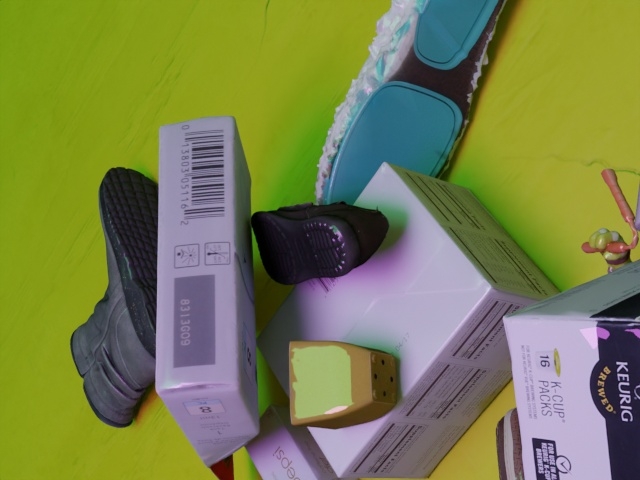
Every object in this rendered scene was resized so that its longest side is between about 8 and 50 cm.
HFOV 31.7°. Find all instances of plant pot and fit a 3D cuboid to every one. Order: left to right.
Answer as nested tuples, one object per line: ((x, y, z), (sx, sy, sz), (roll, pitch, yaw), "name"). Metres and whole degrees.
((0.027, 0.137, 1.086), (0.083, 0.081, 0.081), (-10, 73, 33), "plant pot")

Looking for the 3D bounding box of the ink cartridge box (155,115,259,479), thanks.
((-0.102, 0.092, 1.281), (0.091, 0.385, 0.308), (-7, 62, 4), "ink cartridge box")

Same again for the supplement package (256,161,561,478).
((0.090, 0.089, 1.191), (0.262, 0.145, 0.204), (-54, 48, 22), "supplement package")

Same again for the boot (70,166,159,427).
((-0.296, 0.078, 1.615), (0.223, 0.118, 0.338), (-44, 48, 36), "boot")

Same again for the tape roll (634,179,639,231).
((0.376, -0.078, 0.870), (0.246, 0.246, 0.169), (4, 84, 46), "tape roll")

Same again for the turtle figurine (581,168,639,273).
((0.280, 0.085, 1.034), (0.217, 0.087, 0.269), (-39, 75, 39), "turtle figurine")

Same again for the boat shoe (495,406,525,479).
((0.201, 0.290, 1.071), (0.095, 0.095, 0.257), (-33, 59, 43), "boat shoe")

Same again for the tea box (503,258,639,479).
((0.336, 0.191, 0.799), (0.324, 0.220, 0.329), (-2, 99, 44), "tea box")

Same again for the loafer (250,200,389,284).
((0.000, 0.000, 1.153), (0.220, 0.078, 0.080), (7, 115, 61), "loafer")

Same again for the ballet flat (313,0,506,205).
((0.110, -0.191, 1.275), (0.147, 0.147, 0.409), (36, 103, 44), "ballet flat")

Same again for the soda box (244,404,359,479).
((-0.002, 0.288, 1.288), (0.069, 0.074, 0.216), (-55, 48, 21), "soda box")
